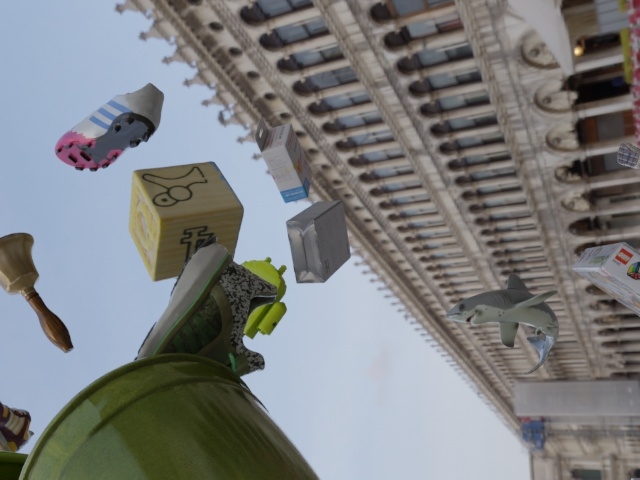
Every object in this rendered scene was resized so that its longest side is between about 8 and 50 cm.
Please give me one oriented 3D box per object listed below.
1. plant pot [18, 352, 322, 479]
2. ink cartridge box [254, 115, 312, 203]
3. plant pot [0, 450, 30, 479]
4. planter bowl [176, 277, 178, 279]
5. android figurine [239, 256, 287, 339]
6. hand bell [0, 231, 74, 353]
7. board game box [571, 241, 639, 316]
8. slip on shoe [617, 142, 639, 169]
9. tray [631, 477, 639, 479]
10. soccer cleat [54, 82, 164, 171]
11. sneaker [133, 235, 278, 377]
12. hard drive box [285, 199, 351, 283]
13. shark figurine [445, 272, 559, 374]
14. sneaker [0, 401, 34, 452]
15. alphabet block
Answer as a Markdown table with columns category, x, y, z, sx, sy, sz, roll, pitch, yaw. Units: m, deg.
| category | x | y | z | sx | sy | sz | roll | pitch | yaw |
| --- | --- | --- | --- | --- | --- | --- | --- | --- | --- |
| plant pot | -0.128 | 0.365 | 0.774 | 0.367 | 0.353 | 0.366 | -10 | -73 | -37 |
| ink cartridge box | -0.080 | -0.189 | 1.454 | 0.104 | 0.062 | 0.181 | -83 | -26 | -50 |
| plant pot | -0.448 | 0.476 | 0.957 | 0.228 | 0.207 | 0.227 | 25 | -164 | -36 |
| planter bowl | -0.408 | 0.054 | 1.916 | 0.109 | 0.162 | 0.162 | 53 | -159 | 15 |
| android figurine | -0.199 | 0.162 | 1.772 | 0.272 | 0.248 | 0.056 | -55 | -38 | -17 |
| hand bell | -0.545 | 0.116 | 1.231 | 0.242 | 0.126 | 0.126 | 51 | -158 | 12 |
| board game box | 0.513 | 0.082 | 1.021 | 0.053 | 0.193 | 0.305 | -54 | -13 | 6 |
| slip on shoe | 0.727 | -0.194 | 1.492 | 0.135 | 0.041 | 0.051 | -77 | -2 | -73 |
| tray | 0.802 | 0.601 | 1.387 | 0.030 | 0.270 | 0.145 | -50 | -35 | -9 |
| soccer cleat | -0.480 | -0.260 | 1.494 | 0.116 | 0.331 | 0.143 | 43 | -134 | -40 |
| sneaker | -0.179 | 0.187 | 1.007 | 0.158 | 0.182 | 0.410 | 113 | 178 | -59 |
| hard drive box | 0.000 | 0.000 | 1.819 | 0.232 | 0.089 | 0.181 | -36 | -60 | -64 |
| shark figurine | 0.353 | 0.118 | 1.114 | 0.278 | 0.166 | 0.116 | 31 | -146 | -36 |
| sneaker | -0.651 | 0.364 | 1.337 | 0.084 | 0.070 | 0.185 | -44 | -34 | -45 |
| alphabet block | -0.312 | -0.047 | 1.476 | 0.197 | 0.192 | 0.193 | -11 | -44 | -30 |
